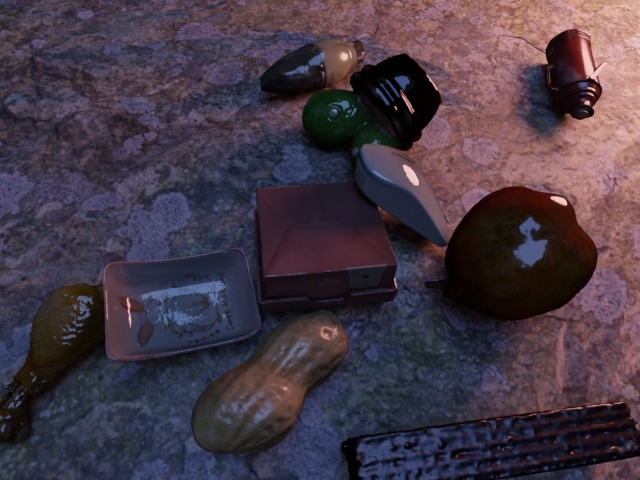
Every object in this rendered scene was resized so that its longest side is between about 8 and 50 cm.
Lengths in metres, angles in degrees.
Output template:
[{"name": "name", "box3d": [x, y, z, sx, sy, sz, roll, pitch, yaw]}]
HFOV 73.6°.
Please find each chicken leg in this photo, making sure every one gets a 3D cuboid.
[{"name": "chicken leg", "box3d": [-0.387, 0.169, 0.613, 0.107, 0.087, 0.252, 21, 68, 20]}]

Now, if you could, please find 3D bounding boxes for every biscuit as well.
[{"name": "biscuit", "box3d": [0.221, 0.279, 0.578, 0.387, 0.107, 0.073, -4, 65, -6]}]

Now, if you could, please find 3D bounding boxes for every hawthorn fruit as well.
[{"name": "hawthorn fruit", "box3d": [0.286, 0.032, 0.682, 0.248, 0.208, 0.208, -29, 66, 0]}]

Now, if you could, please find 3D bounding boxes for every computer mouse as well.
[{"name": "computer mouse", "box3d": [0.153, -0.084, 0.731, 0.230, 0.079, 0.128, 31, 36, -24]}]

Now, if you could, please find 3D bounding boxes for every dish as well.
[{"name": "dish", "box3d": [-0.207, 0.102, 0.651, 0.212, 0.077, 0.151, -7, 63, -20]}]

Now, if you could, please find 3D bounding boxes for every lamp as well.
[{"name": "lamp", "box3d": [-0.016, -0.374, 0.922, 0.250, 0.101, 0.101, -22, 65, -11]}]

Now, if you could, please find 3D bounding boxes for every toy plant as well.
[{"name": "toy plant", "box3d": [0.098, -0.241, 0.829, 0.235, 0.175, 0.218, -39, 75, 6]}]

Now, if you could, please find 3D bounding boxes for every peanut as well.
[{"name": "peanut", "box3d": [-0.059, 0.198, 0.599, 0.256, 0.124, 0.123, -37, 70, -22]}]

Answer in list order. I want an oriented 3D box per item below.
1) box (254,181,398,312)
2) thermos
[{"name": "box", "box3d": [0.000, 0.000, 0.700, 0.214, 0.086, 0.215, -4, 47, -7]}, {"name": "thermos", "box3d": [0.561, -0.360, 0.954, 0.124, 0.099, 0.232, 12, 61, -2]}]
